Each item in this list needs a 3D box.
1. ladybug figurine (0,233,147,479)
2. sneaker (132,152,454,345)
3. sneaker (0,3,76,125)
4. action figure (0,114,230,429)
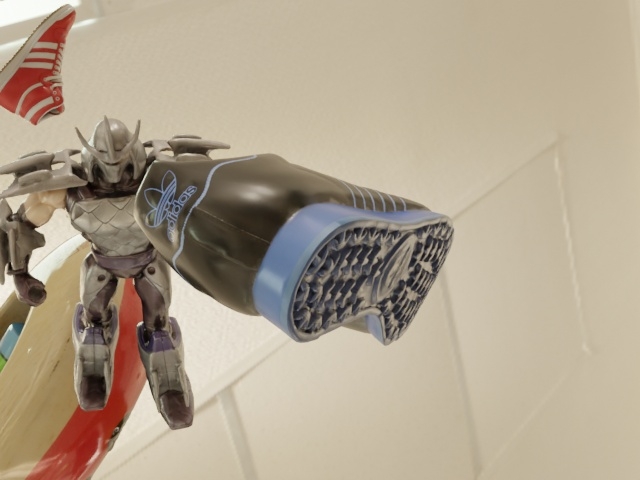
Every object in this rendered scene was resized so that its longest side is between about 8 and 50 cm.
[{"bbox_3d":[-0.328,0.192,1.010,0.162,0.305,0.449,34,-87,-26],"label":"ladybug figurine"},{"bbox_3d":[0.000,0.000,0.435,0.081,0.090,0.232,-62,-21,4],"label":"sneaker"},{"bbox_3d":[-0.254,-0.164,0.832,0.067,0.042,0.118,37,-100,-9],"label":"sneaker"},{"bbox_3d":[-0.145,0.022,0.659,0.099,0.185,0.285,-97,10,-46],"label":"action figure"}]
